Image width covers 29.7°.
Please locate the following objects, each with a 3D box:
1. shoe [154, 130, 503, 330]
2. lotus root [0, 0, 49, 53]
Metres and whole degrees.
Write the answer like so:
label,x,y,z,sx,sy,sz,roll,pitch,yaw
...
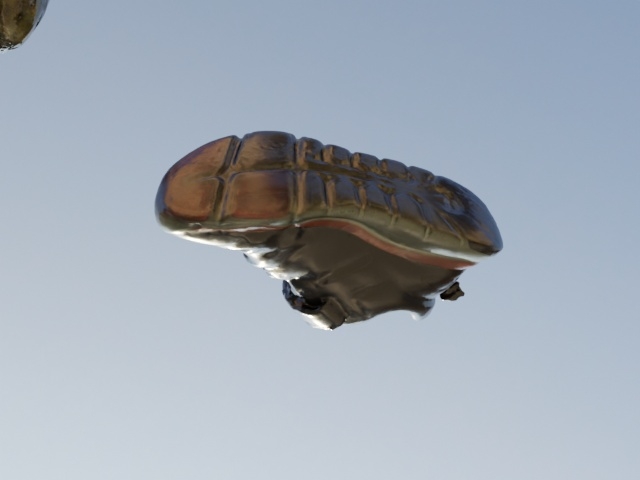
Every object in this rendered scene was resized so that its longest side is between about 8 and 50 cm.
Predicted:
label,x,y,z,sx,sy,sz,roll,pitch,yaw
shoe,0.000,0.000,0.992,0.291,0.114,0.137,11,-53,-19
lotus root,-0.286,-0.258,1.105,0.080,0.089,0.179,26,-119,-53
